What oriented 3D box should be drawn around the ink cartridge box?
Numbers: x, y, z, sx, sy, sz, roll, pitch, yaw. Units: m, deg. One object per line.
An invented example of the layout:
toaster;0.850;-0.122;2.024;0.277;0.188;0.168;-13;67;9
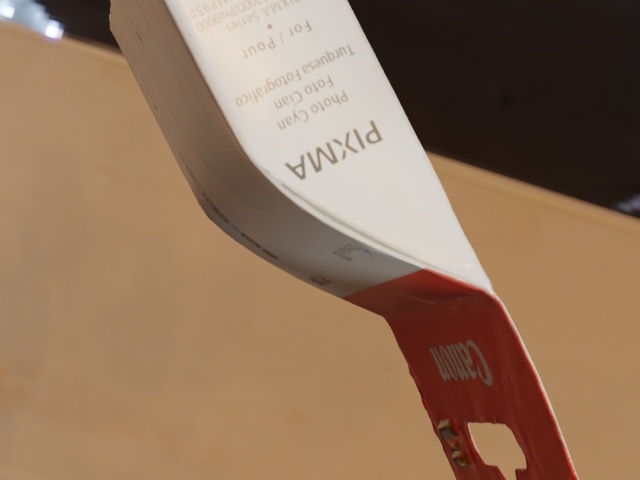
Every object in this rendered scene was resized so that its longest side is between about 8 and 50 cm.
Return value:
ink cartridge box;0.000;0.000;1.040;0.385;0.091;0.308;65;-9;1
